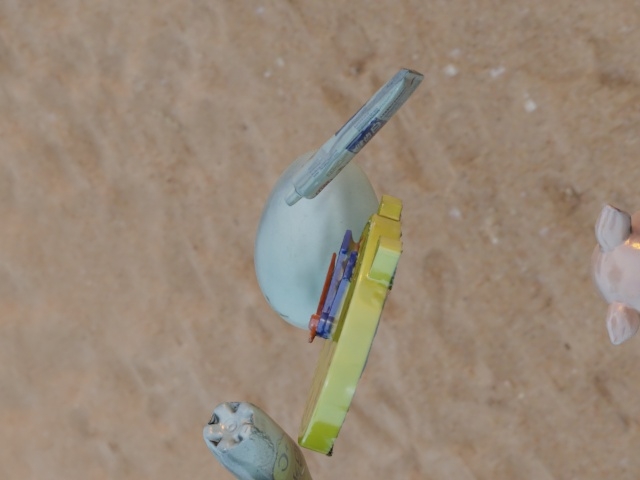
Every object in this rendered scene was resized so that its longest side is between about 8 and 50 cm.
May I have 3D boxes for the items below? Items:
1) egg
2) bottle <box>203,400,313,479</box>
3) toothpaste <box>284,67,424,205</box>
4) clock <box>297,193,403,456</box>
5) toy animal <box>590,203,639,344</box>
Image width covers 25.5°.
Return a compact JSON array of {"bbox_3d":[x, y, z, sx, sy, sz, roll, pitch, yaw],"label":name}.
[{"bbox_3d":[0.000,0.000,1.957,0.183,0.182,0.264,29,124,42],"label":"egg"},{"bbox_3d":[-0.052,0.286,1.748,0.083,0.083,0.270,30,165,42],"label":"bottle"},{"bbox_3d":[0.037,-0.122,1.701,0.233,0.060,0.038,-44,69,20],"label":"toothpaste"},{"bbox_3d":[0.023,0.097,1.603,0.277,0.071,0.294,-80,7,-80],"label":"clock"},{"bbox_3d":[0.461,0.033,1.815,0.154,0.250,0.167,133,126,-65],"label":"toy animal"}]
